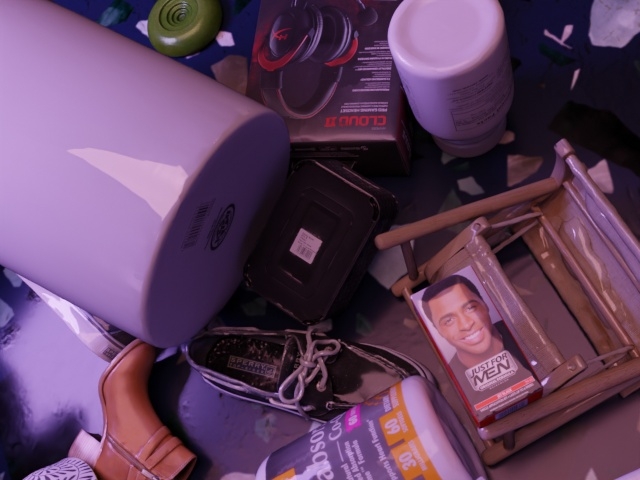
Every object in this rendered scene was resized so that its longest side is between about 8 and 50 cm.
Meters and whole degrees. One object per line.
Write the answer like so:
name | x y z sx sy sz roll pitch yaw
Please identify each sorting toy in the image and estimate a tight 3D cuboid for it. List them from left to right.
sorting toy | -0.239 -0.343 1.243 0.127 0.126 0.366 15 75 22

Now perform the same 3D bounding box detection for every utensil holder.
utensil holder | -0.273 -0.091 0.984 0.385 0.327 0.328 26 78 14

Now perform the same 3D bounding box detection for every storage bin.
storage bin | 0.000 0.000 1.010 0.122 0.084 0.180 33 105 16

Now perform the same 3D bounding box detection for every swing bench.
swing bench | 0.235 0.070 0.914 0.254 0.165 0.253 -26 63 0

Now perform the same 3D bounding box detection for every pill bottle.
pill bottle | 0.030 0.278 0.884 0.278 0.162 0.162 -32 63 10
pill bottle | 0.168 -0.197 0.999 0.131 0.229 0.131 -6 67 15

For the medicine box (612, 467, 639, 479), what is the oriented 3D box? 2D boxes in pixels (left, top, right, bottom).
medicine box | 0.406 0.245 0.729 0.289 0.263 0.149 -25 64 7

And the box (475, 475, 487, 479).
box | 0.092 0.325 0.763 0.232 0.322 0.058 -35 61 0

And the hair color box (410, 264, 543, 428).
hair color box | 0.152 0.103 0.803 0.072 0.043 0.141 -28 64 0

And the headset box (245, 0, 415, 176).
headset box | 0.019 -0.212 1.118 0.218 0.110 0.293 1 70 17

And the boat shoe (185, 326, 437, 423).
boat shoe | -0.016 0.155 0.984 0.306 0.105 0.113 12 73 21

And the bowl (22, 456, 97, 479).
bowl | -0.341 0.347 0.984 0.170 0.080 0.170 -15 68 41

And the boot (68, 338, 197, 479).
boot | -0.217 0.235 1.036 0.152 0.073 0.197 24 90 25

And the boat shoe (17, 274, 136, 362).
boat shoe | -0.350 0.037 1.135 0.301 0.108 0.102 40 84 24
